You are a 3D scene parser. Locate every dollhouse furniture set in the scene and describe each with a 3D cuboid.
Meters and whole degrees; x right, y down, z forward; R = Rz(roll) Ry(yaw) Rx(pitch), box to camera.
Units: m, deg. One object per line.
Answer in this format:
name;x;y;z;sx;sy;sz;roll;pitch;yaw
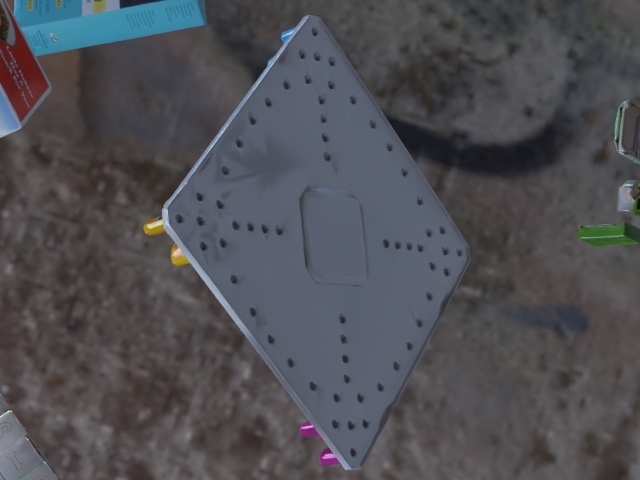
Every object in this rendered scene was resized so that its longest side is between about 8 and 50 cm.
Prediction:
dollhouse furniture set;0.321;-0.070;1.758;0.076;0.058;0.152;19;-106;-46

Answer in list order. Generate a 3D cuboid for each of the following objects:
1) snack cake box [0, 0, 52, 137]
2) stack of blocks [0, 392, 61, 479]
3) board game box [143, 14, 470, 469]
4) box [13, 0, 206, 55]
snack cake box;-0.420;-0.250;1.868;0.152;0.089;0.264;-81;-33;-68
stack of blocks;-0.279;0.307;1.670;0.087;0.297;0.171;-34;-40;-12
board game box;0.000;0.000;1.887;0.390;0.050;0.390;55;-137;-24
box;-0.276;-0.316;2.138;0.060;0.244;0.100;72;-171;-55
